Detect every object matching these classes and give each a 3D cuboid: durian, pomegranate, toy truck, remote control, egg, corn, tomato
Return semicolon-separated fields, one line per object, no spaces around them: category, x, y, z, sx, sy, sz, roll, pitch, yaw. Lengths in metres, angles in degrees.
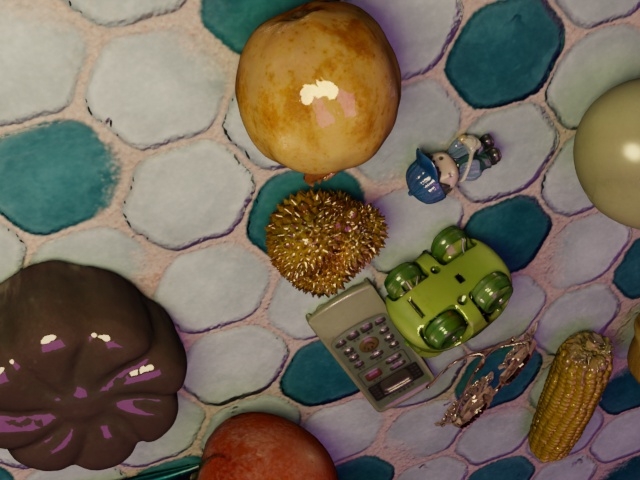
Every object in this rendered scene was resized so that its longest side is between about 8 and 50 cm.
durian;0.000;0.000;1.206;0.158;0.137;0.168;31;125;-17
pomegranate;0.002;-0.175;1.016;0.207;0.207;0.207;-12;129;-15
toy truck;0.189;0.103;1.356;0.187;0.148;0.210;-27;151;-24
remote control;0.085;0.175;1.434;0.123;0.038;0.285;-31;131;3
egg;0.478;-0.120;1.254;0.269;0.219;0.219;23;114;-30
corn;0.462;0.296;1.642;0.115;0.115;0.317;-7;128;-18
tomato;-0.087;0.409;1.387;0.265;0.265;0.265;-12;129;-15

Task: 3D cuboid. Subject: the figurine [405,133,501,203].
figurine;0.182;-0.103;1.249;0.136;0.077;0.079;-22;168;-26

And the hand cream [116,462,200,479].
hand cream;-0.317;0.432;1.461;0.271;0.061;0.120;-5;123;-29

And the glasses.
glasses;0.274;0.228;1.522;0.255;0.095;0.162;-45;171;12

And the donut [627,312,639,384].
donut;0.695;0.216;1.614;0.261;0.208;0.128;1;126;-18

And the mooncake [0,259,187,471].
mooncake;-0.333;0.176;1.186;0.306;0.154;0.306;-13;130;-17
